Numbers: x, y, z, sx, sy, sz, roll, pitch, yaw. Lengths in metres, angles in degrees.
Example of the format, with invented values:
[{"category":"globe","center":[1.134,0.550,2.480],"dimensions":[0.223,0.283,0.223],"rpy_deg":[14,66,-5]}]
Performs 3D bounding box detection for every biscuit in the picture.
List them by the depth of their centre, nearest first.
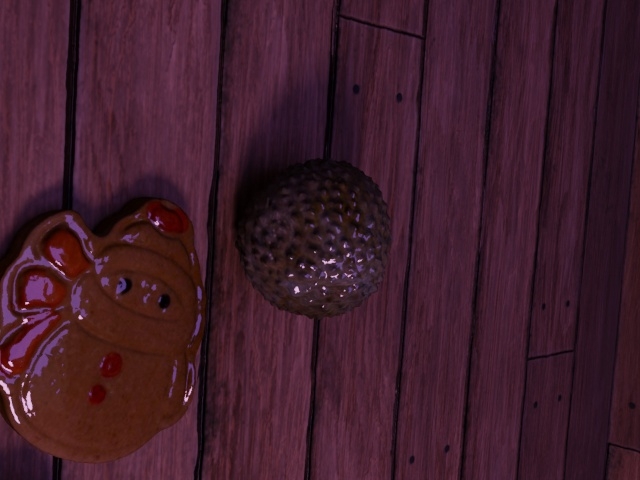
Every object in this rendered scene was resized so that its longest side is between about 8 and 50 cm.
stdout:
[{"category":"biscuit","center":[-0.292,0.113,1.153],"dimensions":[0.359,0.074,0.381],"rpy_deg":[34,74,-45]}]

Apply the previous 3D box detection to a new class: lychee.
[{"category":"lychee","center":[0.000,0.000,1.299],"dimensions":[0.255,0.274,0.255],"rpy_deg":[-19,126,-28]}]
